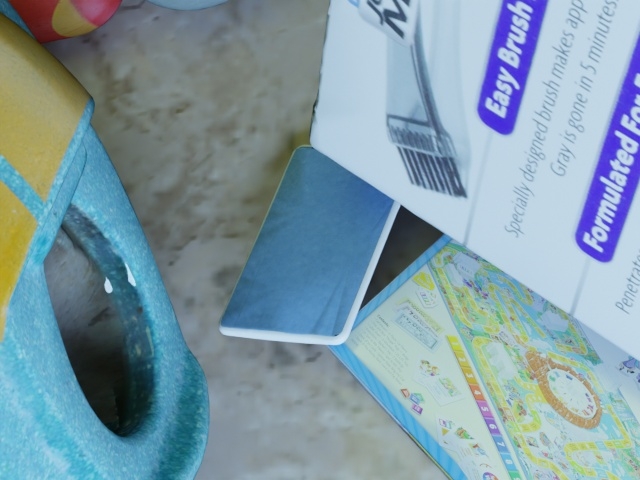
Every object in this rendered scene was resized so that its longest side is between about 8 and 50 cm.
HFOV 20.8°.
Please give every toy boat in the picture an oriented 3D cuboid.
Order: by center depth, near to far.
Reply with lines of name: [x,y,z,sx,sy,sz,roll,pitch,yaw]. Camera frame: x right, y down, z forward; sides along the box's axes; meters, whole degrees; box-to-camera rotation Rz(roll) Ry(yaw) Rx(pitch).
toy boat: [-0.099,-0.035,0.567,0.148,0.267,0.318,-15,35,16]

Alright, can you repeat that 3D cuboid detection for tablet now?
tablet: [0.000,0.000,0.619,0.054,0.006,0.083,3,57,33]

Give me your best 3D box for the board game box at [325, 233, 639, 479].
board game box: [0.090,0.055,0.579,0.103,0.026,0.154,-42,65,-3]

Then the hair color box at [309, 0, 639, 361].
hair color box: [0.163,-0.029,0.487,0.339,0.185,0.110,33,53,19]
